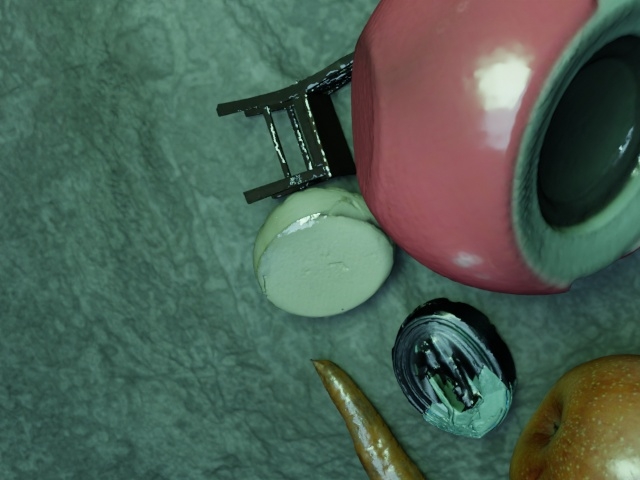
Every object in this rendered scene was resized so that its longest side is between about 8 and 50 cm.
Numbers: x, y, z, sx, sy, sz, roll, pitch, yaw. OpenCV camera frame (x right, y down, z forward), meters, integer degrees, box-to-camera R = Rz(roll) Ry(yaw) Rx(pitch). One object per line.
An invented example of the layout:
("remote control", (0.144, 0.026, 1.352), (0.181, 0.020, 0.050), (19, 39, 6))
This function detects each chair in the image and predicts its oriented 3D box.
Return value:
("chair", (0.023, -0.113, 0.936), (0.212, 0.084, 0.101), (-17, 91, 19))

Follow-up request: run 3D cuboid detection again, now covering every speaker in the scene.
("speaker", (0.169, -0.105, 0.796), (0.294, 0.294, 0.294), (4, 105, 15))

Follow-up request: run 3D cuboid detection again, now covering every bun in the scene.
("bun", (0.000, 0.000, 0.972), (0.138, 0.094, 0.138), (-6, 130, -7))

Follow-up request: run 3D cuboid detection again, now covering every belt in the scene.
("belt", (0.127, 0.123, 0.979), (0.105, 0.058, 0.140), (-35, 93, 24))

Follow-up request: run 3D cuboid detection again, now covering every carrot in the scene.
("carrot", (0.060, 0.209, 1.030), (0.057, 0.057, 0.224), (-33, 88, 21))

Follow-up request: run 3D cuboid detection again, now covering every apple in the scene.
("apple", (0.257, 0.192, 0.883), (0.162, 0.201, 0.201), (21, 109, 2))
